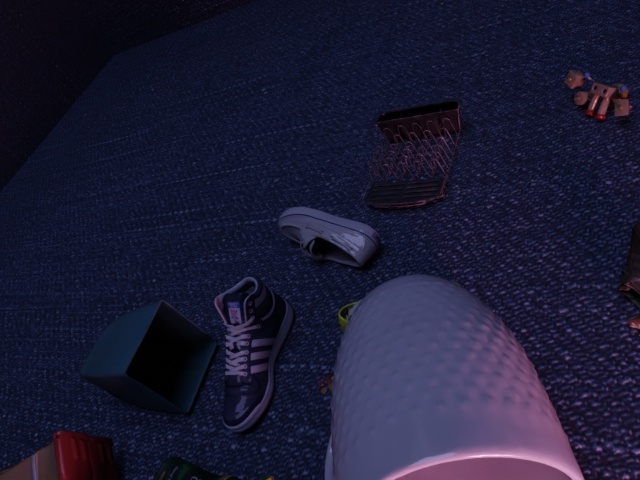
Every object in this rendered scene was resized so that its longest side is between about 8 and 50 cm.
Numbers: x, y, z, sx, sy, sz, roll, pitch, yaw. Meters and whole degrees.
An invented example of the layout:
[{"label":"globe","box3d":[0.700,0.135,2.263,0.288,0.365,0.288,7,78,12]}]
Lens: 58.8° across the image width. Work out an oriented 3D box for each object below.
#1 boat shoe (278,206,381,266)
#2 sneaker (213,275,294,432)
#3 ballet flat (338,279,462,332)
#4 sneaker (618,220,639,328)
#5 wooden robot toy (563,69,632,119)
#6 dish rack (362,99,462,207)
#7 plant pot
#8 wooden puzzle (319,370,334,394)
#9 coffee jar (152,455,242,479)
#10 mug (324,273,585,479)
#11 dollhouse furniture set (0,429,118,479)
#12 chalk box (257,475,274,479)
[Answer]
[{"label":"boat shoe","box3d":[0.000,0.000,1.212,0.267,0.096,0.088,17,57,35]},{"label":"sneaker","box3d":[-0.147,0.199,1.061,0.099,0.153,0.282,-7,47,30]},{"label":"ballet flat","box3d":[0.136,0.114,1.008,0.231,0.077,0.077,-21,41,16]},{"label":"sneaker","box3d":[0.477,0.047,0.844,0.071,0.066,0.188,-14,43,25]},{"label":"wooden robot toy","box3d":[0.572,-0.288,1.134,0.079,0.076,0.173,-7,33,-22]},{"label":"dish rack","box3d":[0.201,-0.189,1.269,0.208,0.074,0.271,-3,49,34]},{"label":"plant pot","box3d":[-0.374,0.247,1.174,0.234,0.165,0.166,-13,44,36]},{"label":"wooden puzzle","box3d":[0.036,0.247,1.001,0.083,0.006,0.049,-35,39,0]},{"label":"coffee jar","box3d":[-0.194,0.423,0.929,0.184,0.079,0.096,0,51,35]},{"label":"mug","box3d":[0.121,0.245,0.772,0.374,0.276,0.328,-52,25,29]},{"label":"dollhouse furniture set","box3d":[-0.453,0.545,0.969,0.201,0.152,0.374,-29,57,6]},{"label":"chalk box","box3d":[-0.116,0.431,0.769,0.132,0.213,0.132,-15,60,-28]}]
